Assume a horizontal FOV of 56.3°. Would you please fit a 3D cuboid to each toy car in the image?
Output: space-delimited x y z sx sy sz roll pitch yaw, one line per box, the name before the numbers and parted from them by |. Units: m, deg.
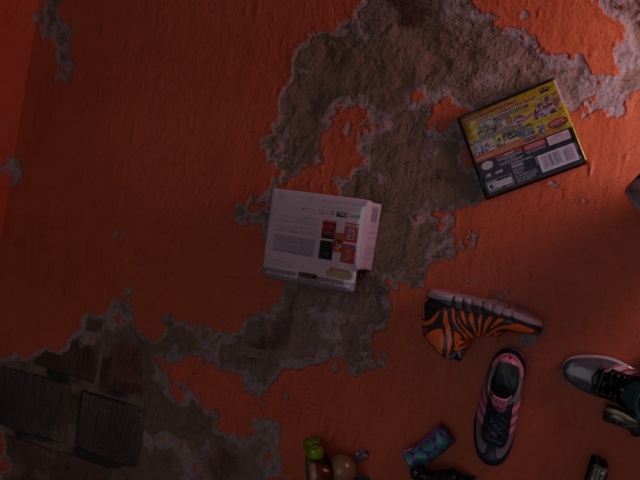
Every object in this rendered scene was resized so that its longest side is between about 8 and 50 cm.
toy car | 0.050 0.660 1.735 0.188 0.149 0.155 -3 88 -7

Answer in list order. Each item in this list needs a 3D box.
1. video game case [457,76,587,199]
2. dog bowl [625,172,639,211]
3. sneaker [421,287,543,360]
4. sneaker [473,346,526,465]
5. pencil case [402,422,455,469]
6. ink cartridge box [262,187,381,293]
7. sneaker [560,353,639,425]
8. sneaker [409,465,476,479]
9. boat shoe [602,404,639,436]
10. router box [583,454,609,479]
video game case | 0.544 -0.275 1.631 0.274 0.035 0.248 -21 79 20
dog bowl | 0.844 -0.074 1.368 0.265 0.265 0.104 44 100 19
sneaker | 0.424 0.245 1.607 0.321 0.124 0.180 12 95 33
sneaker | 0.459 0.439 1.559 0.112 0.131 0.319 9 89 22
pencil case | 0.296 0.571 1.651 0.151 0.064 0.070 -43 101 13
ink cartridge box | 0.000 0.000 1.781 0.309 0.130 0.272 10 91 23
sneaker | 0.727 0.359 1.429 0.295 0.178 0.124 14 91 23
sneaker | 0.330 0.636 1.607 0.170 0.051 0.089 31 130 -19
boat shoe | 0.776 0.457 1.473 0.152 0.056 0.049 24 100 32
router box | 0.675 0.603 1.479 0.038 0.092 0.123 16 93 23
